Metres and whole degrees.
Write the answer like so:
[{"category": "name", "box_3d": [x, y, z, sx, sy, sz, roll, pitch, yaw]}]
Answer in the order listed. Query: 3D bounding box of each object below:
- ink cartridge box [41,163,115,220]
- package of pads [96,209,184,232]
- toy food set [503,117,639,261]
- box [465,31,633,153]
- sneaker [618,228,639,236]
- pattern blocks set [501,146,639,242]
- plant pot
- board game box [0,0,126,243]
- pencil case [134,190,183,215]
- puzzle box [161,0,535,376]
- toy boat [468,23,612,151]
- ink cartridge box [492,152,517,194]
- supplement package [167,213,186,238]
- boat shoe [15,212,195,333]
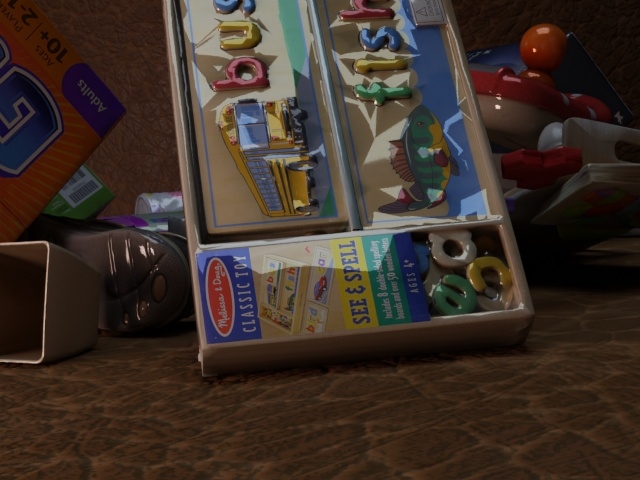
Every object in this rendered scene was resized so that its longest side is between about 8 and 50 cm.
[{"category": "ink cartridge box", "box_3d": [-0.418, 0.012, 1.700, 0.255, 0.097, 0.189, -42, 2, 37]}, {"category": "package of pads", "box_3d": [-0.181, 0.009, 1.689, 0.229, 0.101, 0.296, -6, 5, -14]}, {"category": "toy food set", "box_3d": [0.266, -0.058, 1.496, 0.220, 0.092, 0.306, 6, -21, -33]}, {"category": "box", "box_3d": [0.258, -0.150, 1.927, 0.296, 0.182, 0.294, -47, 20, -16]}, {"category": "sneaker", "box_3d": [0.458, -0.088, 1.931, 0.282, 0.161, 0.102, 1, 5, 38]}, {"category": "pattern blocks set", "box_3d": [0.330, -0.046, 1.348, 0.325, 0.026, 0.285, -3, -17, -5]}, {"category": "plant pot", "box_3d": [-0.265, 0.061, 1.180, 0.109, 0.109, 0.096, -2, -7, 29]}, {"category": "board game box", "box_3d": [-0.508, -0.134, 1.332, 0.356, 0.356, 0.356, 1, 48, 50]}, {"category": "pencil case", "box_3d": [-0.192, -0.039, 2.233, 0.273, 0.113, 0.124, -6, -4, -24]}, {"category": "puzzle box", "box_3d": [0.008, -0.085, 1.105, 0.272, 0.408, 0.052, -6, -31, -8]}, {"category": "toy boat", "box_3d": [0.260, -0.187, 1.523, 0.151, 0.151, 0.231, 15, -1, 44]}, {"category": "ink cartridge box", "box_3d": [0.216, -0.047, 1.649, 0.371, 0.069, 0.175, 1, -27, -20]}, {"category": "supplement package", "box_3d": [-0.084, 0.015, 1.506, 0.179, 0.105, 0.105, -5, 6, -14]}, {"category": "boat shoe", "box_3d": [-0.251, 0.040, 1.378, 0.355, 0.132, 0.130, 10, 3, 38]}]
